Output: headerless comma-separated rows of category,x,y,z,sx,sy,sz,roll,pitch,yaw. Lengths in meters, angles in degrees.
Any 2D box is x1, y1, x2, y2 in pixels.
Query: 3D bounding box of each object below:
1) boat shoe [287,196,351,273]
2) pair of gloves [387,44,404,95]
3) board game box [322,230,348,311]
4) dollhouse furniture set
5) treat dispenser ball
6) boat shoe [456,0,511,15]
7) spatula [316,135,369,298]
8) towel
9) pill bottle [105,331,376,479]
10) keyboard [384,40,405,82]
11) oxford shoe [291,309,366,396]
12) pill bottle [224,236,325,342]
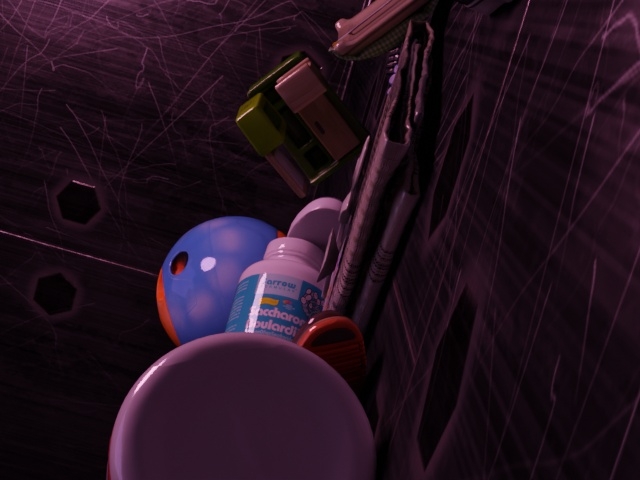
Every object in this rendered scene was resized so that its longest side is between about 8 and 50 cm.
boat shoe,0.000,0.000,1.972,0.267,0.096,0.088,95,-178,-57
pair of gloves,0.095,-0.176,1.739,0.159,0.023,0.198,133,152,-83
board game box,0.032,0.049,1.690,0.154,0.026,0.103,109,176,-46
dollhouse furniture set,0.064,-0.195,1.594,0.301,0.151,0.197,-36,14,12
treat dispenser ball,-0.157,0.098,2.391,0.288,0.288,0.288,-164,90,-87
boat shoe,0.124,-0.228,1.032,0.219,0.070,0.078,138,148,-84
spatula,0.023,-0.015,1.585,0.242,0.019,0.168,104,-179,-75
towel,0.069,-0.045,1.423,0.312,0.056,0.324,-74,-1,-56
pill bottle,-0.087,0.243,1.140,0.363,0.210,0.210,112,173,-59
keyboard,0.117,-0.287,1.915,0.180,0.023,0.108,-107,33,-83
oxford shoe,-0.024,0.142,1.308,0.271,0.097,0.098,110,147,-49
pill bottle,-0.062,0.128,1.854,0.146,0.146,0.264,111,173,-58
